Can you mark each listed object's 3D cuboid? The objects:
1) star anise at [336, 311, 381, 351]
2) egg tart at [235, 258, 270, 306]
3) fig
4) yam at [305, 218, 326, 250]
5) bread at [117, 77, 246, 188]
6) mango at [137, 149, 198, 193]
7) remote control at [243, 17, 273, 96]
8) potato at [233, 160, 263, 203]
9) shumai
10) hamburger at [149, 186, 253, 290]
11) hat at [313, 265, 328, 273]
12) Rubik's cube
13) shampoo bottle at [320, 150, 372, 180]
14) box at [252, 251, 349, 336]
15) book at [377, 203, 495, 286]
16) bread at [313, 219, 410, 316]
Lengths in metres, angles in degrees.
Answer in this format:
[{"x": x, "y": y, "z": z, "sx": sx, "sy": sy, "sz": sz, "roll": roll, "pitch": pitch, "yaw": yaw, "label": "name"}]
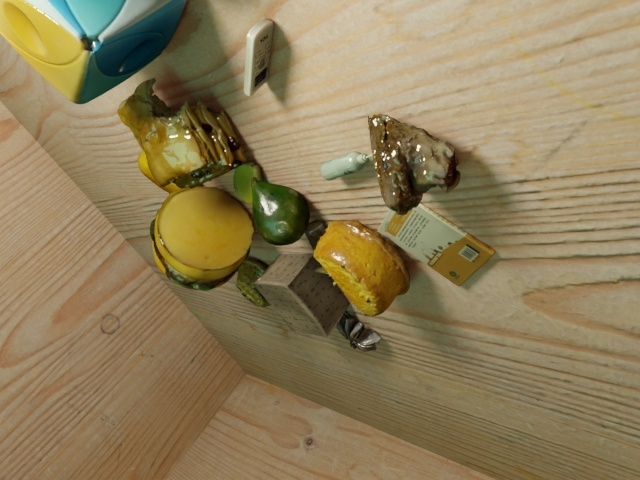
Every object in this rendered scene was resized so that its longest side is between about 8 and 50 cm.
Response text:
[{"x": 0.148, "y": 0.385, "z": 1.957, "sx": 0.236, "sy": 0.093, "sz": 0.229, "roll": 41, "pitch": 156, "yaw": 5, "label": "star anise"}, {"x": -0.293, "y": 0.220, "z": 2.181, "sx": 0.315, "sy": 0.120, "sz": 0.315, "roll": 29, "pitch": 149, "yaw": 19, "label": "egg tart"}, {"x": -0.152, "y": -0.100, "z": 1.520, "sx": 0.245, "sy": 0.195, "sz": 0.195, "roll": 44, "pitch": 150, "yaw": -14, "label": "fig"}, {"x": 0.001, "y": 0.000, "z": 1.604, "sx": 0.079, "sy": 0.079, "sz": 0.141, "roll": 6, "pitch": 136, "yaw": 44, "label": "yam"}, {"x": -0.456, "y": -0.329, "z": 1.476, "sx": 0.314, "sy": 0.191, "sz": 0.370, "roll": -18, "pitch": 118, "yaw": 35, "label": "bread"}, {"x": -0.603, "y": -0.270, "z": 1.850, "sx": 0.262, "sy": 0.130, "sz": 0.167, "roll": 42, "pitch": 146, "yaw": -17, "label": "mango"}, {"x": -0.153, "y": -0.450, "z": 1.147, "sx": 0.029, "sy": 0.087, "sz": 0.190, "roll": 31, "pitch": 149, "yaw": 7, "label": "remote control"}, {"x": -0.243, "y": -0.209, "z": 1.611, "sx": 0.119, "sy": 0.054, "sz": 0.198, "roll": 29, "pitch": 144, "yaw": 17, "label": "potato"}, {"x": 0.223, "y": -0.185, "z": 1.075, "sx": 0.185, "sy": 0.218, "sz": 0.184, "roll": -11, "pitch": 153, "yaw": 0, "label": "shumai"}, {"x": -0.460, "y": 0.008, "z": 1.830, "sx": 0.396, "sy": 0.396, "sz": 0.277, "roll": 40, "pitch": 149, "yaw": -1, "label": "hamburger"}, {"x": 0.052, "y": 0.088, "z": 1.686, "sx": 0.146, "sy": 0.067, "sz": 0.146, "roll": 7, "pitch": 179, "yaw": 0, "label": "hat"}, {"x": -0.587, "y": -0.602, "z": 1.155, "sx": 0.347, "sy": 0.351, "sz": 0.352, "roll": 48, "pitch": 152, "yaw": -15, "label": "Rubik's cube"}, {"x": 0.078, "y": -0.208, "z": 1.253, "sx": 0.056, "sy": 0.056, "sz": 0.195, "roll": 51, "pitch": 149, "yaw": -20, "label": "shampoo bottle"}, {"x": -0.072, "y": 0.211, "z": 1.858, "sx": 0.225, "sy": 0.190, "sz": 0.297, "roll": 0, "pitch": 133, "yaw": 48, "label": "box"}, {"x": 0.313, "y": 0.001, "z": 1.311, "sx": 0.295, "sy": 0.020, "sz": 0.208, "roll": 35, "pitch": 150, "yaw": 8, "label": "book"}, {"x": 0.143, "y": 0.083, "z": 1.424, "sx": 0.340, "sy": 0.194, "sz": 0.179, "roll": 50, "pitch": 162, "yaw": -12, "label": "bread"}]
